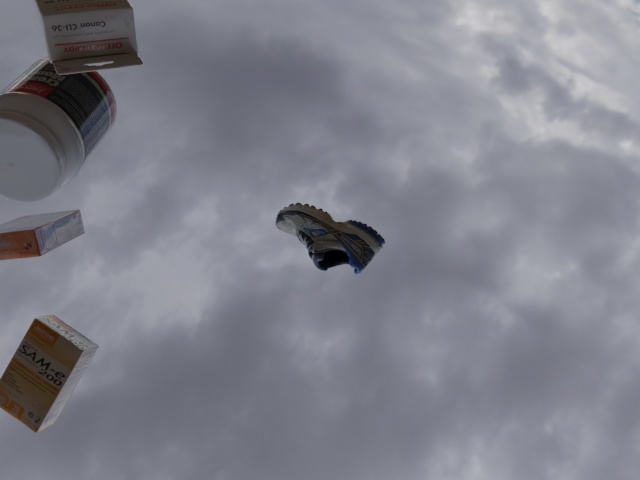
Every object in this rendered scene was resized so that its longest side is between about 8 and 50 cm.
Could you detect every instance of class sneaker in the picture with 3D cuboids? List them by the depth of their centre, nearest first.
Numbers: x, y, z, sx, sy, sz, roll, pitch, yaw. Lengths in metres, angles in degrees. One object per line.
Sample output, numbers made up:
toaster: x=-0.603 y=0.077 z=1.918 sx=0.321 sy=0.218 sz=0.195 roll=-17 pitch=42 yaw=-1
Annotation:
sneaker: x=0.000 y=0.000 z=0.767 sx=0.135 sy=0.052 sz=0.058 roll=16 pitch=-112 yaw=32

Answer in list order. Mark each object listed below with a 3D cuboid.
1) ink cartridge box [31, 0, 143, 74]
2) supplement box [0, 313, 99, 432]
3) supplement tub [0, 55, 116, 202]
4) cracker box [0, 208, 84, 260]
ink cartridge box: x=-0.313 y=-0.294 z=0.923 sx=0.115 sy=0.067 sz=0.198 roll=-14 pitch=-137 yaw=-21
supplement box: x=-0.276 y=0.132 z=0.695 sx=0.062 sy=0.098 sz=0.036 roll=31 pitch=-174 yaw=7
supplement tub: x=-0.510 y=-0.211 z=1.291 sx=0.191 sy=0.191 sz=0.272 roll=20 pitch=-145 yaw=-7
cracker box: x=-0.671 y=-0.013 z=1.608 sx=0.156 sy=0.067 sz=0.232 roll=-6 pitch=-168 yaw=7
